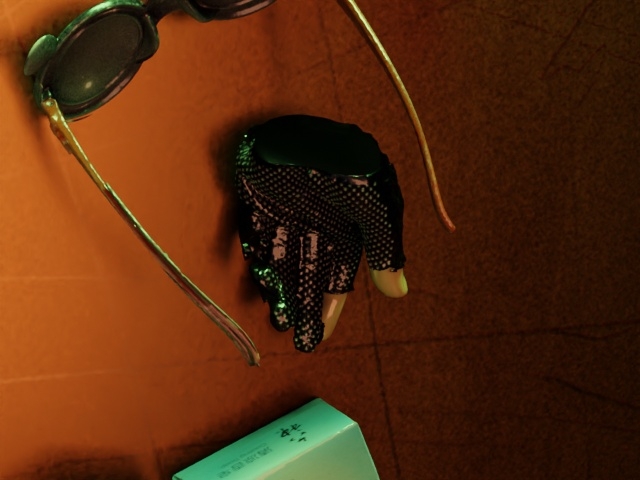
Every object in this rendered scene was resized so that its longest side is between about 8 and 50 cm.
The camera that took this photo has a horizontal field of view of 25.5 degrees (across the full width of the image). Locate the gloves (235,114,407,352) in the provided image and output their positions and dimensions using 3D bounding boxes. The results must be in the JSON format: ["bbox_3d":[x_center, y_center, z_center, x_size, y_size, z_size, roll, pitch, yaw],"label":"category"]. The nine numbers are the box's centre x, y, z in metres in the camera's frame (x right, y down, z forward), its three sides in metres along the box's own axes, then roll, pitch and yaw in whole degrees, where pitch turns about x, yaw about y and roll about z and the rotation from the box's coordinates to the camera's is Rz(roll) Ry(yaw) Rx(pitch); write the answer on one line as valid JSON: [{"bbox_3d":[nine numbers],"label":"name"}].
[{"bbox_3d":[-0.003,-0.001,1.110,0.129,0.106,0.180,-9,132,-16],"label":"gloves"}]

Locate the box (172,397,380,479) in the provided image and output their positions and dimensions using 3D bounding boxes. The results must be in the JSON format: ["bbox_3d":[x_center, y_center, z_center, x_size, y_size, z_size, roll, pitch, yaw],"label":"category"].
[{"bbox_3d":[-0.007,0.264,1.149,0.143,0.083,0.232,-26,110,-17],"label":"box"}]

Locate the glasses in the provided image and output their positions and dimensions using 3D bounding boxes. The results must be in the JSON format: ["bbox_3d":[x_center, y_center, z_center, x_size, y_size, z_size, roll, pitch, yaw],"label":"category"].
[{"bbox_3d":[-0.047,-0.081,0.980,0.234,0.118,0.268,-33,69,-10],"label":"glasses"}]
